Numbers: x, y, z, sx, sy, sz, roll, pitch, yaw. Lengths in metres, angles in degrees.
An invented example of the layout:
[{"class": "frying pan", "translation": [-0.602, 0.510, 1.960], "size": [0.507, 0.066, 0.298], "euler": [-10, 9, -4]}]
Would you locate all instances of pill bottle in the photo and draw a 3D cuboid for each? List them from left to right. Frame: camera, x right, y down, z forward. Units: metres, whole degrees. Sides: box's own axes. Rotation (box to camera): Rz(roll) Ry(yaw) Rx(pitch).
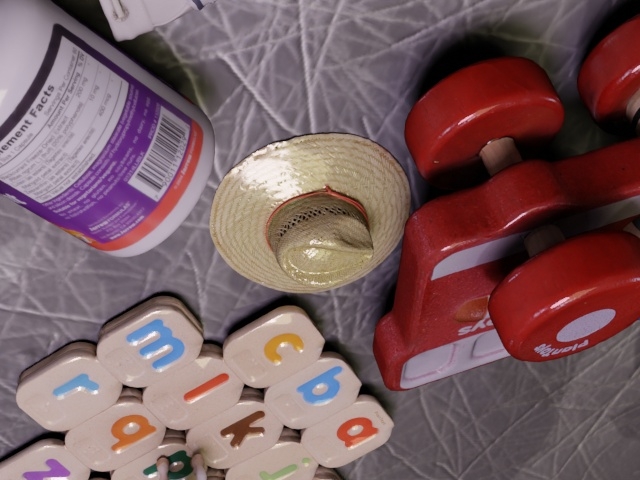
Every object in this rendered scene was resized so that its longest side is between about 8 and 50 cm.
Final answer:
[{"class": "pill bottle", "translation": [-0.161, -0.077, 0.662], "size": [0.108, 0.108, 0.193], "euler": [-42, 132, 15]}]

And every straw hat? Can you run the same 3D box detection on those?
[{"class": "straw hat", "translation": [0.000, 0.000, 0.804], "size": [0.145, 0.061, 0.144], "euler": [-7, 125, -10]}]

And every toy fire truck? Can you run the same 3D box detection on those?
[{"class": "toy fire truck", "translation": [0.185, -0.003, 0.803], "size": [0.302, 0.169, 0.254], "euler": [-18, 154, -12]}]

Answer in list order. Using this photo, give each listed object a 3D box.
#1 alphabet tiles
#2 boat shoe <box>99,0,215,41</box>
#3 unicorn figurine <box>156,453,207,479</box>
[{"class": "alphabet tiles", "translation": [-0.097, 0.161, 0.918], "size": [0.278, 0.021, 0.284], "euler": [-30, 127, 10]}, {"class": "boat shoe", "translation": [-0.142, -0.214, 0.598], "size": [0.088, 0.096, 0.267], "euler": [-31, 135, 2]}, {"class": "unicorn figurine", "translation": [-0.105, 0.214, 0.870], "size": [0.060, 0.111, 0.162], "euler": [-12, 128, -3]}]
